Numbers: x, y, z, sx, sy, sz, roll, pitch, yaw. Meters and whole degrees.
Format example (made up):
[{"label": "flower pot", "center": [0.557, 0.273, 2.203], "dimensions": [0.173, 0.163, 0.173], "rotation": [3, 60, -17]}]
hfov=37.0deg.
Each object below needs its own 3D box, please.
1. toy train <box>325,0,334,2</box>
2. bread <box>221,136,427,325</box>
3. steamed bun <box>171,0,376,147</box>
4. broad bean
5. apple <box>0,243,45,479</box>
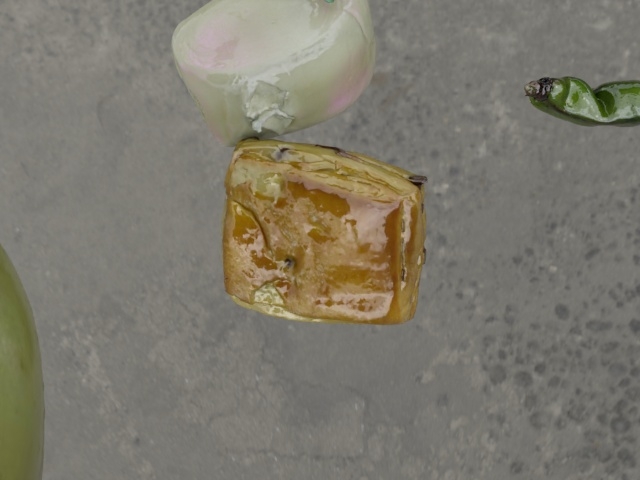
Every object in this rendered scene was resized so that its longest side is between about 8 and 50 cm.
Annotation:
[{"label": "toy train", "center": [0.019, -0.293, 1.005], "dimensions": [0.033, 0.083, 0.053], "rotation": [18, 45, 6]}, {"label": "bread", "center": [0.000, 0.000, 1.069], "dimensions": [0.235, 0.211, 0.099], "rotation": [10, 26, 13]}, {"label": "steamed bun", "center": [-0.038, -0.199, 1.092], "dimensions": [0.238, 0.170, 0.153], "rotation": [-22, 49, -7]}, {"label": "broad bean", "center": [0.254, -0.113, 0.737], "dimensions": [0.195, 0.061, 0.046], "rotation": [-4, 78, 7]}, {"label": "apple", "center": [-0.394, 0.153, 0.597], "dimensions": [0.473, 0.474, 0.474], "rotation": [-2, 58, 3]}]
